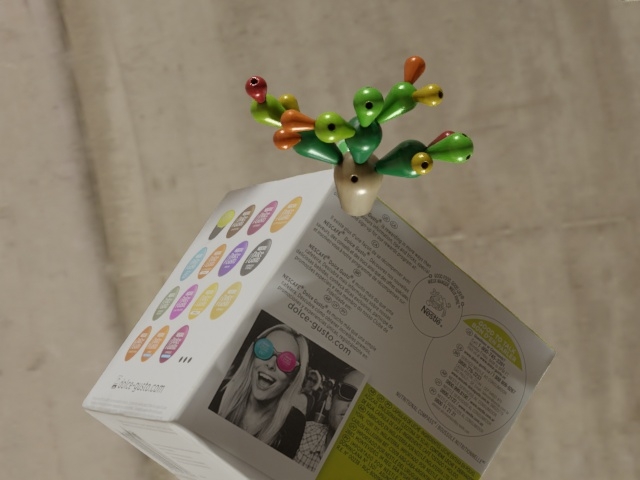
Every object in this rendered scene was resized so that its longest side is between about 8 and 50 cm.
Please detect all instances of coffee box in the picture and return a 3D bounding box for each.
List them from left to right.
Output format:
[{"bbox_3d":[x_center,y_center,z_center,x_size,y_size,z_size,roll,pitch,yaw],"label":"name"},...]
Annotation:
[{"bbox_3d":[-0.008,0.156,1.760,0.338,0.338,0.334,39,-107,-18],"label":"coffee box"}]

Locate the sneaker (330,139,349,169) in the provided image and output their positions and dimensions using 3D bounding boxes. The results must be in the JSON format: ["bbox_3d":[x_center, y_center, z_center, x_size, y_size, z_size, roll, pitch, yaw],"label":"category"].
[{"bbox_3d":[0.000,0.000,2.067,0.124,0.109,0.295,14,-91,-4],"label":"sneaker"}]

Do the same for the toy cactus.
[{"bbox_3d":[0.036,-0.097,1.499,0.180,0.219,0.112,93,-179,-56],"label":"toy cactus"}]
